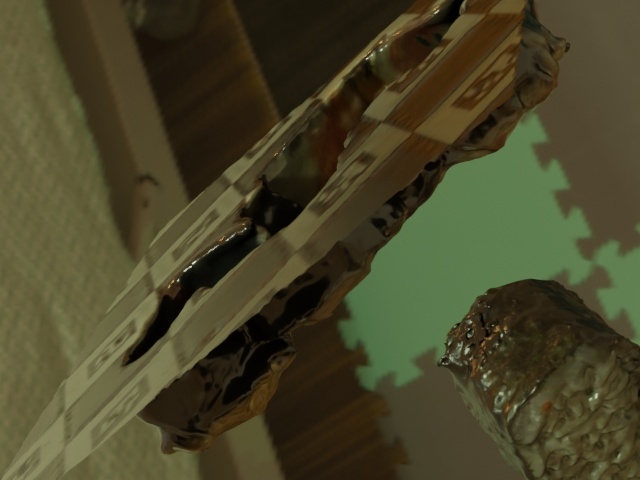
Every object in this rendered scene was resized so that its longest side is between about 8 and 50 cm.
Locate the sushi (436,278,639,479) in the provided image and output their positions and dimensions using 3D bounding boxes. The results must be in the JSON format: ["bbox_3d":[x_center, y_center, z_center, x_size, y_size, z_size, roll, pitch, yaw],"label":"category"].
[{"bbox_3d":[0.178,0.117,1.192,0.124,0.225,0.127,-44,44,1],"label":"sushi"}]

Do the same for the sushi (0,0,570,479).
[{"bbox_3d":[0.000,0.000,0.684,0.294,0.292,0.059,-39,103,26],"label":"sushi"}]
